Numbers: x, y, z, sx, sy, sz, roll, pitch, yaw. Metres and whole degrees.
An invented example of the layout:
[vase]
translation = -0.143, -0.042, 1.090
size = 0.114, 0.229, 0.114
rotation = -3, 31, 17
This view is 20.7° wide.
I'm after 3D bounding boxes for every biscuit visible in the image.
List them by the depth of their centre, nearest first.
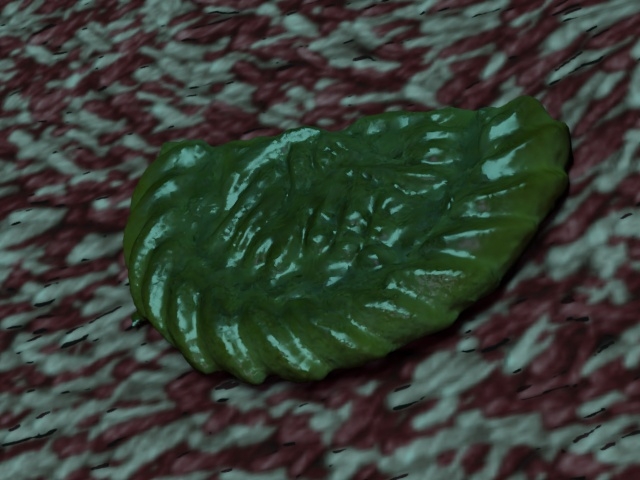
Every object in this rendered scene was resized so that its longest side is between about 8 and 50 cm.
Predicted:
[biscuit]
translation = 0.000, 0.000, 0.975
size = 0.273, 0.036, 0.187
rotation = -7, 48, 23
